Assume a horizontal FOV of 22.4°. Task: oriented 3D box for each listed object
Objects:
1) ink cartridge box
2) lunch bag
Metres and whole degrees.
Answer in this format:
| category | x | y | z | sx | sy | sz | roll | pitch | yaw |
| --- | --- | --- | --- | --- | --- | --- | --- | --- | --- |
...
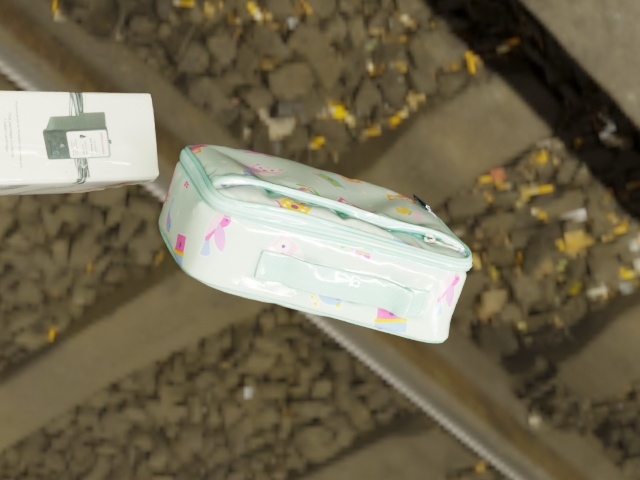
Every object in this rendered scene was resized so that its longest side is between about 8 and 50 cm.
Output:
| category | x | y | z | sx | sy | sz | roll | pitch | yaw |
| --- | --- | --- | --- | --- | --- | --- | --- | --- | --- |
| ink cartridge box | -0.278 | -0.089 | 1.511 | 0.208 | 0.087 | 0.153 | -3 | 178 | -41 |
| lunch bag | 0.000 | 0.000 | 1.504 | 0.279 | 0.224 | 0.108 | 13 | 102 | -17 |
